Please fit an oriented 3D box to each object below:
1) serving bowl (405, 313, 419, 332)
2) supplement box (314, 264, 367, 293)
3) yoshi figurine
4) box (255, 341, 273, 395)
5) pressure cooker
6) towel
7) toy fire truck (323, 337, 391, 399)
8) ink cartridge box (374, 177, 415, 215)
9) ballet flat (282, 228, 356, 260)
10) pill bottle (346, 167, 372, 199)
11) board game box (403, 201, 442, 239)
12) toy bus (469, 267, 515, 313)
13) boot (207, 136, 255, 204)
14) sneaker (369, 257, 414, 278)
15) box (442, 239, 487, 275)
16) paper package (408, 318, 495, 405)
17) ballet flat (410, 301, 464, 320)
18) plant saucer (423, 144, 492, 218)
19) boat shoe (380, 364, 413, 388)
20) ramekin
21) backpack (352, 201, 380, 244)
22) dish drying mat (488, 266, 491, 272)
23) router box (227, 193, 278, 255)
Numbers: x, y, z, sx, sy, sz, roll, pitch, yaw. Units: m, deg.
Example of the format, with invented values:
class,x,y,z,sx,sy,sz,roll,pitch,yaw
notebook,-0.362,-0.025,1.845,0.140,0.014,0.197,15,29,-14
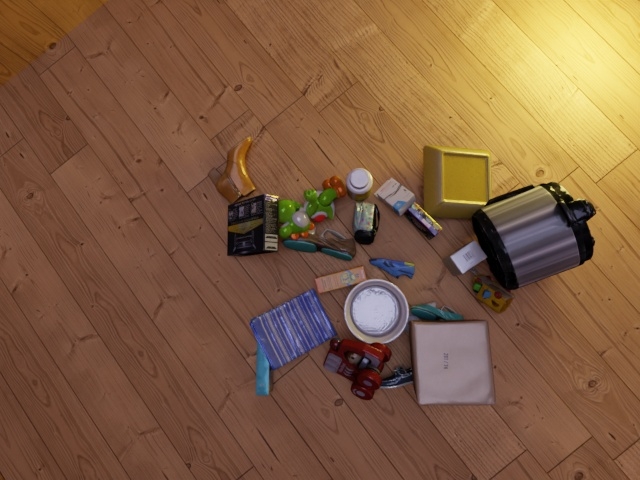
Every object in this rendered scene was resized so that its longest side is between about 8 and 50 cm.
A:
class,x,y,z,sx,sy,sz,roll,pitch,yaw
serving bowl,0.400,0.372,1.841,0.083,0.027,0.084,3,79,-16
supplement box,0.093,0.177,1.871,0.233,0.080,0.078,-16,85,1
yoshi figurine,-0.073,-0.167,1.844,0.362,0.204,0.203,-40,52,-14
box,-0.249,0.558,1.845,0.060,0.100,0.245,0,83,4
pressure cooker,0.876,-0.029,1.664,0.419,0.370,0.376,-23,115,13
towel,-0.119,0.389,1.826,0.335,0.040,0.244,-25,83,-20
toy fire truck,0.143,0.514,1.728,0.253,0.302,0.169,24,51,9
ink cartridge box,0.330,-0.209,1.871,0.104,0.060,0.180,-45,60,-1
ballet flat,0.000,0.000,1.891,0.341,0.116,0.124,10,65,7
pill bottle,0.174,-0.252,1.843,0.117,0.215,0.118,0,84,5
board game box,0.454,-0.084,1.837,0.048,0.141,0.170,-44,81,-1
toy bus,0.731,0.229,1.793,0.190,0.202,0.105,18,116,0
boot,-0.375,-0.327,1.966,0.295,0.104,0.211,-44,87,4
sneaker,0.321,0.127,1.862,0.209,0.069,0.082,9,88,6
box,0.623,0.079,1.789,0.130,0.170,0.091,-34,80,0
paper package,0.523,0.483,1.664,0.308,0.168,0.326,-3,80,9
ballet flat,0.520,0.324,1.825,0.247,0.083,0.087,21,56,6
plant saucer,0.630,-0.267,1.832,0.331,0.081,0.334,3,83,-10
boat shoe,0.365,0.587,1.791,0.254,0.095,0.079,-12,84,2
ramekin,0.242,0.310,1.814,0.276,0.135,0.278,-1,83,4
backpack,0.202,-0.086,1.861,0.115,0.152,0.182,8,72,-3
dish drying mat,0.802,0.120,1.851,0.083,0.008,0.032,-20,83,2
router box,-0.308,-0.059,1.839,0.308,0.080,0.243,-7,81,48
